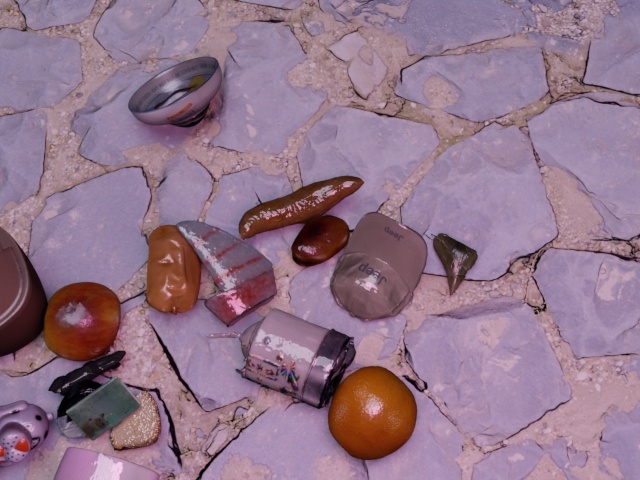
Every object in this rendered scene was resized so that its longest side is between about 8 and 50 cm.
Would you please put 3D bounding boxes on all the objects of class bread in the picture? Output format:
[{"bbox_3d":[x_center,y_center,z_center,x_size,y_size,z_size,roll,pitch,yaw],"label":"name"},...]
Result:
[{"bbox_3d":[-0.430,0.422,1.757,0.126,0.044,0.129,-16,69,3],"label":"bread"}]

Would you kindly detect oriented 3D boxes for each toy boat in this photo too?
[{"bbox_3d":[-0.237,0.053,1.851,0.206,0.096,0.282,-33,82,-27],"label":"toy boat"}]

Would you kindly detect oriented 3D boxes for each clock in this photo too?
[{"bbox_3d":[-0.730,0.449,1.698,0.254,0.189,0.189,-16,66,-14],"label":"clock"}]

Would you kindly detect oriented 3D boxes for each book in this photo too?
[{"bbox_3d":[-0.490,0.384,1.716,0.135,0.017,0.103,-35,113,-6],"label":"book"}]

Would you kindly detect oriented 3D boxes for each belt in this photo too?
[{"bbox_3d":[-0.547,0.390,1.741,0.140,0.058,0.105,-47,111,-2],"label":"belt"}]

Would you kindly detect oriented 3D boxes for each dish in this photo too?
[{"bbox_3d":[-0.375,-0.376,2.068,0.273,0.134,0.273,-17,36,13],"label":"dish"}]

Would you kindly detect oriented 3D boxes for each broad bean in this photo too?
[{"bbox_3d":[0.000,0.000,1.907,0.114,0.084,0.165,40,68,8],"label":"broad bean"}]

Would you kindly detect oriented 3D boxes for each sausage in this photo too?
[{"bbox_3d":[-0.364,0.072,1.866,0.136,0.120,0.241,3,62,-4],"label":"sausage"}]

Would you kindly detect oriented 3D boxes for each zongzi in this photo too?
[{"bbox_3d":[0.301,0.049,1.895,0.154,0.062,0.130,31,82,21],"label":"zongzi"}]

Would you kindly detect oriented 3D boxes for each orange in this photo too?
[{"bbox_3d":[0.114,0.385,1.674,0.206,0.206,0.206,-1,66,2],"label":"orange"}]

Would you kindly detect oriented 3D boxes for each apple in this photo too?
[{"bbox_3d":[-0.572,0.192,1.815,0.173,0.160,0.195,7,71,-19],"label":"apple"}]

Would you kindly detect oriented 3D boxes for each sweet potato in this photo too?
[{"bbox_3d":[-0.050,-0.087,1.936,0.341,0.114,0.092,-22,95,-1],"label":"sweet potato"}]

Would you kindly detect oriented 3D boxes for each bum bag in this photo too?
[{"bbox_3d":[-0.551,0.317,1.793,0.198,0.087,0.049,-26,99,-9],"label":"bum bag"}]

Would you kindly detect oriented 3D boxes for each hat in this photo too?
[{"bbox_3d":[0.128,0.069,1.815,0.214,0.244,0.149,26,48,15],"label":"hat"}]

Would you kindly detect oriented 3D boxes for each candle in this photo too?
[{"bbox_3d":[-0.094,0.255,1.740,0.330,0.187,0.187,20,68,11],"label":"candle"}]

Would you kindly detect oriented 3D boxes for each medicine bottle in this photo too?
[{"bbox_3d":[-0.483,0.615,1.555,0.256,0.256,0.325,13,64,8],"label":"medicine bottle"}]

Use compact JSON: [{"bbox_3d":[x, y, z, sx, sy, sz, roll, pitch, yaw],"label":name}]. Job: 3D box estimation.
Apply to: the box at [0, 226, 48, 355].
[{"bbox_3d":[-0.804,0.133,1.805,0.301,0.216,0.301,0,67,1],"label":"box"}]
